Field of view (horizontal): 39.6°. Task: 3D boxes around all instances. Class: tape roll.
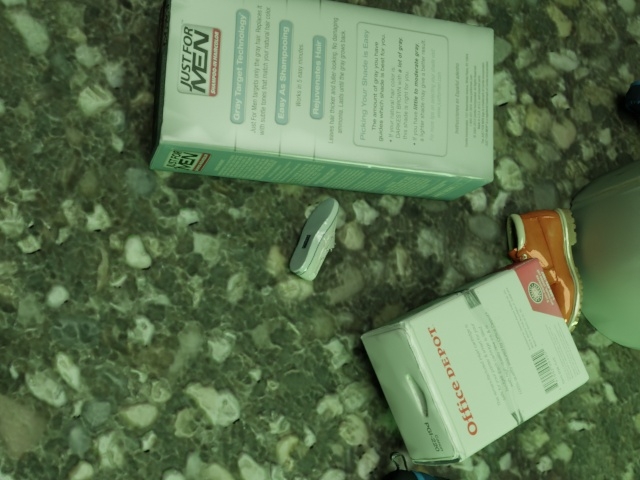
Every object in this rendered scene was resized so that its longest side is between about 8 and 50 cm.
[{"bbox_3d":[0.442,0.009,1.078,0.246,0.169,0.246,3,80,-16],"label":"tape roll"}]

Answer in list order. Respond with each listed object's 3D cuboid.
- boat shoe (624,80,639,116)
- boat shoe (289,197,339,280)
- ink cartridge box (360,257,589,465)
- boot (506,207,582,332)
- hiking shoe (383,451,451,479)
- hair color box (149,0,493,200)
[{"bbox_3d":[0.510,-0.125,1.152,0.258,0.109,0.089,24,91,-2],"label":"boat shoe"},{"bbox_3d":[0.000,0.000,1.019,0.035,0.035,0.100,38,66,-36],"label":"boat shoe"},{"bbox_3d":[0.174,0.132,0.993,0.217,0.092,0.159,-21,87,-35],"label":"ink cartridge box"},{"bbox_3d":[0.268,0.038,1.083,0.084,0.059,0.158,0,72,-14],"label":"boot"},{"bbox_3d":[0.085,0.394,0.948,0.132,0.113,0.304,21,67,-2],"label":"hiking shoe"},{"bbox_3d":[0.004,-0.162,1.003,0.374,0.113,0.186,5,79,-17],"label":"hair color box"}]
